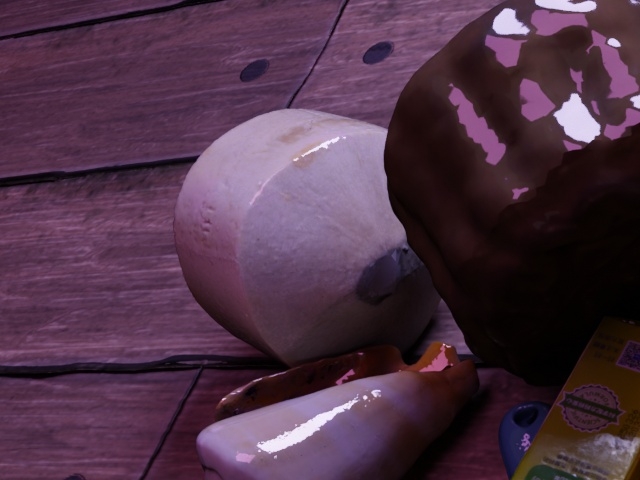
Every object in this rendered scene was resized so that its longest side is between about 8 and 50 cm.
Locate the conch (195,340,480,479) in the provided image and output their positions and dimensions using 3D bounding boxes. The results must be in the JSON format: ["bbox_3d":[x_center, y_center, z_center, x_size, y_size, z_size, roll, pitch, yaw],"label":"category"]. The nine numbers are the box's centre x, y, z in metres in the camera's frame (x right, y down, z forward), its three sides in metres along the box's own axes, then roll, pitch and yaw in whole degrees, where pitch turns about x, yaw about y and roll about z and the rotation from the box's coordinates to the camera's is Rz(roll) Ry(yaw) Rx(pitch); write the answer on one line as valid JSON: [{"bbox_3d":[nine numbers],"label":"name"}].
[{"bbox_3d":[0.012,0.172,1.494,0.255,0.127,0.158,-16,17,-16],"label":"conch"}]

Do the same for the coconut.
[{"bbox_3d":[0.001,0.003,1.590,0.241,0.241,0.241,-22,36,17],"label":"coconut"}]

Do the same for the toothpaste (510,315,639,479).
[{"bbox_3d":[0.167,0.206,1.286,0.077,0.110,0.327,18,57,27],"label":"toothpaste"}]

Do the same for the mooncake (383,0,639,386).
[{"bbox_3d":[0.212,-0.044,1.375,0.324,0.324,0.187,-29,58,8],"label":"mooncake"}]

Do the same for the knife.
[{"bbox_3d":[0.165,0.213,1.369,0.058,0.032,0.244,-15,42,12],"label":"knife"}]
